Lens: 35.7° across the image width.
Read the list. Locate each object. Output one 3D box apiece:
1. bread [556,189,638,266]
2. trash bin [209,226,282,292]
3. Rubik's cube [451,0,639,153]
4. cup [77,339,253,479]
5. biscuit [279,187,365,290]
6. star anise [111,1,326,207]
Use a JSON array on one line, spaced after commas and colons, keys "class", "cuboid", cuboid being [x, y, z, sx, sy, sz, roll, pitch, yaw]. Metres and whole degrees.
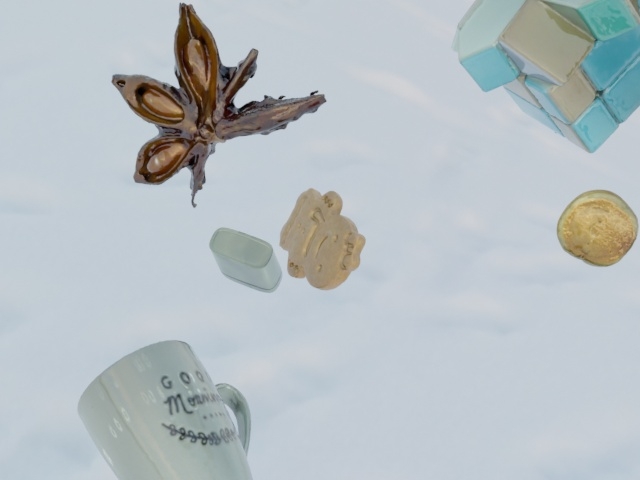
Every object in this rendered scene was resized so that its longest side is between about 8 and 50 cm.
[{"class": "bread", "cuboid": [0.375, -0.016, 1.345, 0.110, 0.110, 0.024, 25, 17, -5]}, {"class": "trash bin", "cuboid": [-0.132, 0.036, 1.772, 0.116, 0.130, 0.059, 18, 71, 12]}, {"class": "Rubik's cube", "cuboid": [0.269, -0.250, 1.066, 0.213, 0.265, 0.224, 41, 3, -39]}, {"class": "cup", "cuboid": [-0.181, 0.284, 1.422, 0.258, 0.186, 0.234, -5, 50, -51]}, {"class": "biscuit", "cuboid": [-0.005, 0.002, 1.364, 0.027, 0.133, 0.184, 20, 28, -34]}, {"class": "star anise", "cuboid": [-0.111, -0.124, 0.867, 0.157, 0.212, 0.053, 58, 30, 4]}]
